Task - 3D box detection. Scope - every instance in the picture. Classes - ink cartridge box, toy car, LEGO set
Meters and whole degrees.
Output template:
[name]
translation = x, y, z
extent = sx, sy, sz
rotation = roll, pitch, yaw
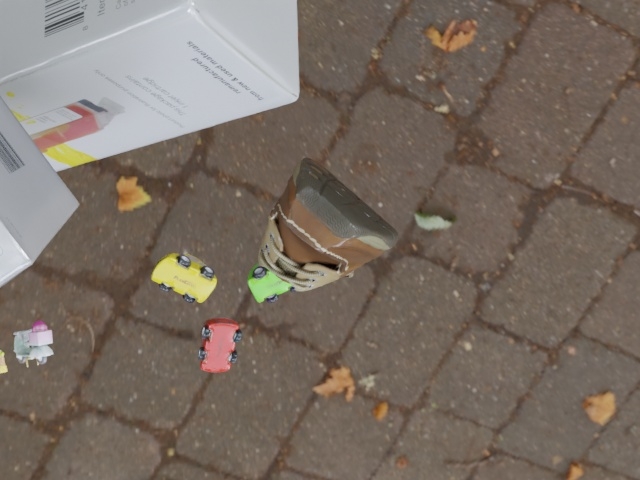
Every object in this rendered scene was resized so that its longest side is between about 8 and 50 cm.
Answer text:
[ink cartridge box]
translation = -0.223, -0.224, 0.831
extent = 0.384, 0.279, 0.160
rotation = -12, 158, 26
[toy car]
translation = -0.124, 0.078, 1.482
extent = 0.224, 0.053, 0.239
rotation = -23, 123, 0
[LEGO set]
translation = -0.499, 0.136, 1.240
extent = 0.132, 0.287, 0.107
rotation = -15, 85, 32

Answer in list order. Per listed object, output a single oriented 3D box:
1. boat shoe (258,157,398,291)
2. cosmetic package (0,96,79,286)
[boat shoe]
translation = 0.000, 0.000, 0.977
extent = 0.122, 0.324, 0.120
rotation = 41, 94, 4
[cosmetic package]
translation = -0.287, 0.004, 0.578
extent = 0.224, 0.224, 0.138
rotation = -34, 103, -1
